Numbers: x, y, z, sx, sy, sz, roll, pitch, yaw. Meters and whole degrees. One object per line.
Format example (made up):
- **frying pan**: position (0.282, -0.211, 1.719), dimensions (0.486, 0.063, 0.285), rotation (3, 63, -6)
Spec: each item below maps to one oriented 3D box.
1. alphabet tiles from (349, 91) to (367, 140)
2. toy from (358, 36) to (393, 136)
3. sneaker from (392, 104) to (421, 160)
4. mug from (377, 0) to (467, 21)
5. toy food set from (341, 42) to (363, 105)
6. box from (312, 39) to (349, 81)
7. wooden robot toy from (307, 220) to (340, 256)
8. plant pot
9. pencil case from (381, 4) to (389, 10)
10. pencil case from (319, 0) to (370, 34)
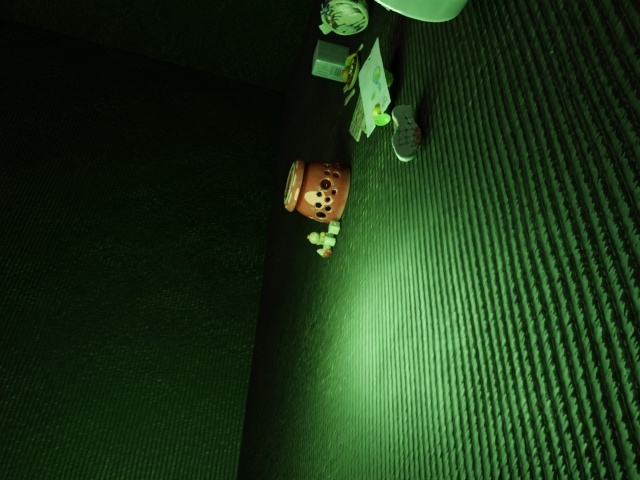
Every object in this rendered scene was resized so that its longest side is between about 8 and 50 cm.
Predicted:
- **alphabet tiles**: position (0.133, -0.400, 1.803), dimensions (0.237, 0.009, 0.198), rotation (-106, 31, -68)
- **toy**: position (0.156, -0.397, 1.572), dimensions (0.137, 0.056, 0.237), rotation (123, 152, -51)
- **sneaker**: position (0.185, -0.219, 1.281), dimensions (0.064, 0.061, 0.157), rotation (73, -163, -51)
- **mug**: position (0.160, -0.597, 0.969), dimensions (0.328, 0.375, 0.276), rotation (125, 160, -49)
- **toy food set**: position (0.100, -0.579, 2.078), dimensions (0.132, 0.039, 0.191), rotation (144, 137, -73)
- **box**: position (0.039, -0.676, 2.262), dimensions (0.072, 0.126, 0.137), rotation (113, 165, -49)
- **wooden robot toy**: position (0.000, 0.000, 1.839), dimensions (0.173, 0.079, 0.076), rotation (120, 159, -58)
- **plant pot**: position (-0.015, -0.158, 1.854), dimensions (0.191, 0.174, 0.190), rotation (-167, 90, -81)
- **pencil case**: position (0.217, -0.650, 1.387), dimensions (0.284, 0.124, 0.124), rotation (154, 127, -75)
- **pencil case**: position (0.091, -0.927, 2.113), dimensions (0.160, 0.184, 0.409), rotation (41, -131, -57)
